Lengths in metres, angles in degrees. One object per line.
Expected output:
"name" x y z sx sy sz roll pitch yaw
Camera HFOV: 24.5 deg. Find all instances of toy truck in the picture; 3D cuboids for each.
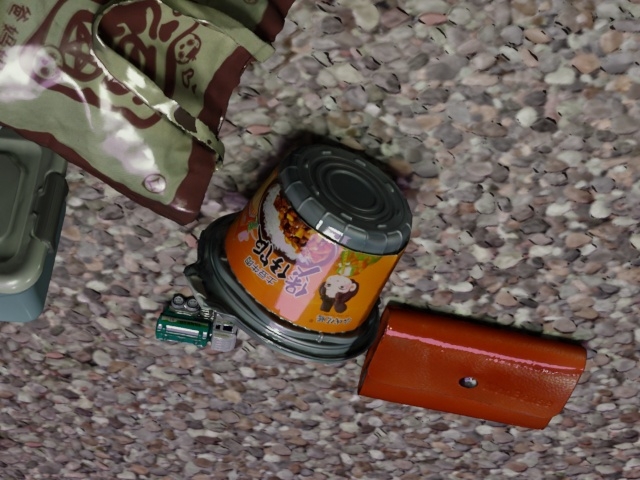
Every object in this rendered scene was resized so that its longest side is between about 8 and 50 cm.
"toy truck" -0.121 0.086 1.466 0.083 0.044 0.039 11 144 -3

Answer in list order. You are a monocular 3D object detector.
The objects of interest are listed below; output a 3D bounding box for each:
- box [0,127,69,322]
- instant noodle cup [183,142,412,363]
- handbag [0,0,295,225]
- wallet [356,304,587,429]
"box" -0.333 -0.018 1.292 0.227 0.162 0.130 4 151 6
"instant noodle cup" 0.000 0.000 1.256 0.177 0.208 0.125 46 125 17
"handbag" -0.155 -0.150 1.087 0.235 0.213 0.127 26 179 -18
"wallet" 0.148 0.133 1.476 0.204 0.045 0.142 12 141 -6
